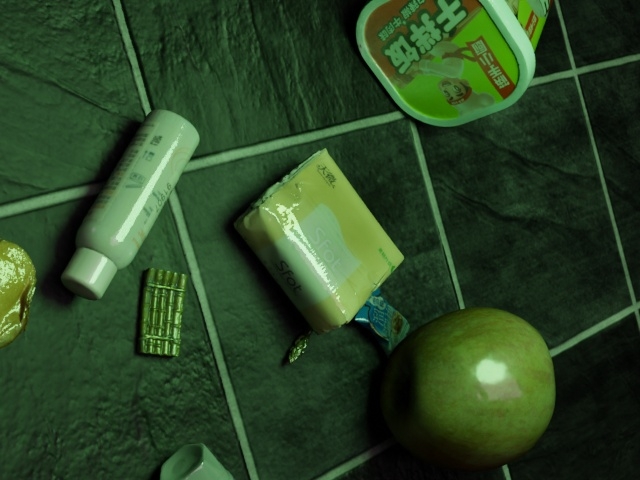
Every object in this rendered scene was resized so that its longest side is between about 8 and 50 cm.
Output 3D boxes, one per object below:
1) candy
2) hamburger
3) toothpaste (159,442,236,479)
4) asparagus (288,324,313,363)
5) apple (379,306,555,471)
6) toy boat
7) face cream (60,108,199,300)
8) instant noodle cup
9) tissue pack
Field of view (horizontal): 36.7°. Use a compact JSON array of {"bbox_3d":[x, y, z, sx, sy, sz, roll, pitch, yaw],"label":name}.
[{"bbox_3d":[0.095,0.127,1.527,0.136,0.038,0.088,51,42,-30],"label":"candy"},{"bbox_3d":[-0.402,0.062,1.103,0.147,0.083,0.138,13,71,-39],"label":"hamburger"},{"bbox_3d":[-0.087,0.429,1.309,0.125,0.080,0.371,-50,118,-33],"label":"toothpaste"},{"bbox_3d":[0.006,0.098,1.467,0.233,0.022,0.023,-58,162,-32],"label":"asparagus"},{"bbox_3d":[0.220,0.223,1.475,0.234,0.257,0.257,11,75,-22],"label":"apple"},{"bbox_3d":[-0.212,0.097,1.293,0.063,0.016,0.115,13,75,-38],"label":"toy boat"},{"bbox_3d":[-0.248,-0.045,1.245,0.082,0.082,0.269,39,61,-28],"label":"face cream"},{"bbox_3d":[0.250,-0.392,1.602,0.294,0.294,0.308,50,49,-22],"label":"instant noodle cup"},{"bbox_3d":[0.000,0.000,1.420,0.186,0.090,0.222,-43,103,-38],"label":"tissue pack"}]
